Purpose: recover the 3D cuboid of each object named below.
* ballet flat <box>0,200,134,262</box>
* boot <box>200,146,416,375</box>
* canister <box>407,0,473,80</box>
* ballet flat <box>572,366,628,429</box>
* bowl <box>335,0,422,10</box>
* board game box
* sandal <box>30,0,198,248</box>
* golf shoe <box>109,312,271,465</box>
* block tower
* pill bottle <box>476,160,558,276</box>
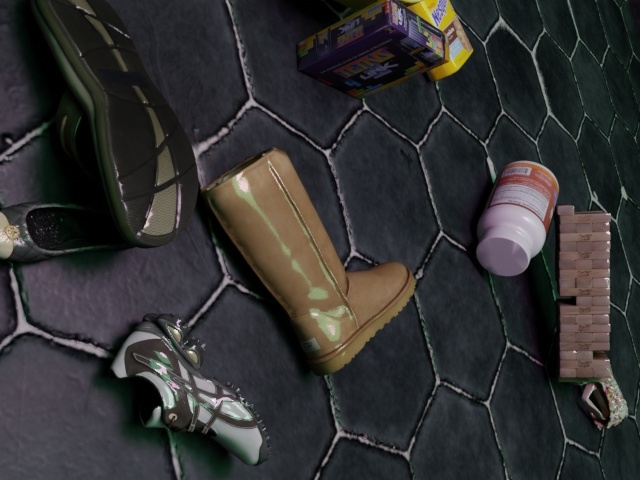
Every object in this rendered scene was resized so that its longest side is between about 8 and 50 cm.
[{"bbox_3d":[-0.234,-0.014,0.684,0.173,0.049,0.057,-8,85,-50],"label":"ballet flat"},{"bbox_3d":[0.000,0.000,0.922,0.236,0.089,0.269,-43,109,-48],"label":"boot"},{"bbox_3d":[0.199,-0.386,1.301,0.169,0.073,0.126,58,42,-20],"label":"canister"},{"bbox_3d":[0.544,0.283,1.457,0.077,0.091,0.241,-40,105,-25],"label":"ballet flat"},{"bbox_3d":[0.028,-0.453,1.061,0.290,0.156,0.289,19,63,-44],"label":"bowl"},{"bbox_3d":[0.075,-0.268,1.038,0.141,0.170,0.048,12,70,-46],"label":"board game box"},{"bbox_3d":[-0.214,-0.123,0.729,0.120,0.086,0.302,1,58,-58],"label":"sandal"},{"bbox_3d":[-0.133,0.168,0.730,0.198,0.077,0.094,52,54,-13],"label":"golf shoe"},{"bbox_3d":[0.491,0.098,1.365,0.091,0.097,0.335,-21,109,-77],"label":"block tower"},{"bbox_3d":[0.353,-0.039,1.316,0.121,0.121,0.216,53,44,-22],"label":"pill bottle"}]
